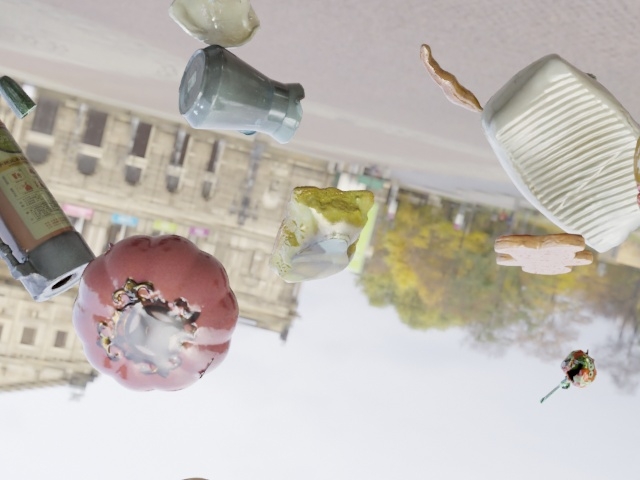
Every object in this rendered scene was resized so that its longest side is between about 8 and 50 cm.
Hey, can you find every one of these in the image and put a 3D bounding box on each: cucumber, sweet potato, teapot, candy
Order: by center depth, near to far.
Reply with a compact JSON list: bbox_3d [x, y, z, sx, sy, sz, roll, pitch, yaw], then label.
[{"bbox_3d":[0.362,0.213,1.409,0.049,0.055,0.184,3,152,-7],"label":"candy"},{"bbox_3d":[0.224,-0.273,1.644,0.179,0.044,0.044,37,171,-31],"label":"sweet potato"},{"bbox_3d":[-0.165,-0.280,1.911,0.225,0.170,0.203,15,155,-26],"label":"teapot"},{"bbox_3d":[-0.649,-0.309,2.007,0.105,0.048,0.048,52,-175,0],"label":"cucumber"}]

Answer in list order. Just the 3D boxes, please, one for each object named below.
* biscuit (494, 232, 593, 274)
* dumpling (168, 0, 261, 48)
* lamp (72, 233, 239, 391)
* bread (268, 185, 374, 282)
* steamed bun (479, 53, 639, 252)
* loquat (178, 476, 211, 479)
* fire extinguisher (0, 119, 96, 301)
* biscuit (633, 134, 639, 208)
[{"bbox_3d":[0.387,0.021,1.645,0.166,0.036,0.250,0,167,20],"label":"biscuit"},{"bbox_3d":[-0.212,-0.481,1.972,0.179,0.131,0.252,51,-145,-12],"label":"dumpling"},{"bbox_3d":[-0.180,0.078,1.043,0.182,0.182,0.140,14,-168,-4],"label":"lamp"},{"bbox_3d":[0.000,0.000,1.724,0.161,0.088,0.233,7,141,-13],"label":"bread"},{"bbox_3d":[0.480,-0.180,1.819,0.383,0.247,0.236,42,-162,-13],"label":"steamed bun"},{"bbox_3d":[-0.196,0.440,1.479,0.141,0.141,0.141,14,-176,-1],"label":"loquat"},{"bbox_3d":[-0.492,-0.089,1.409,0.376,0.113,0.200,54,-176,7],"label":"fire extinguisher"},{"bbox_3d":[0.441,-0.112,1.131,0.036,0.165,0.225,-4,155,-21],"label":"biscuit"}]
